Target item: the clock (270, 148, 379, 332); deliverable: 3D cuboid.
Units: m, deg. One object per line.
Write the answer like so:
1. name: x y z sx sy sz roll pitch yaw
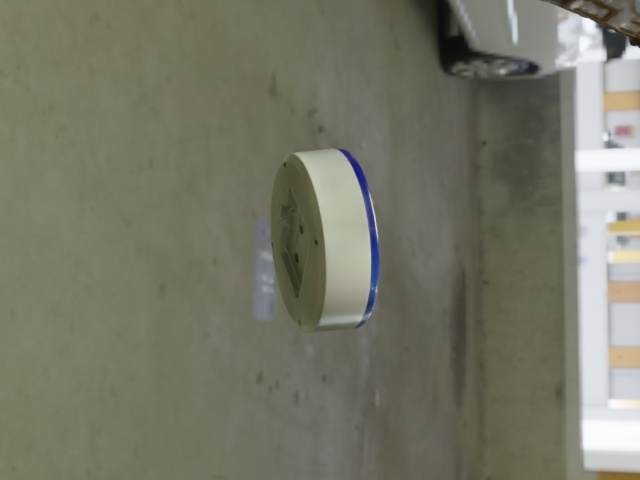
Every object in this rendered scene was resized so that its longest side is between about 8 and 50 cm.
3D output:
1. clock: 0.000 0.000 1.355 0.230 0.083 0.230 177 -90 -73

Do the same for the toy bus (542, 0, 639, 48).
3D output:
1. toy bus: 0.245 -0.248 0.659 0.275 0.167 0.138 -31 -134 59
